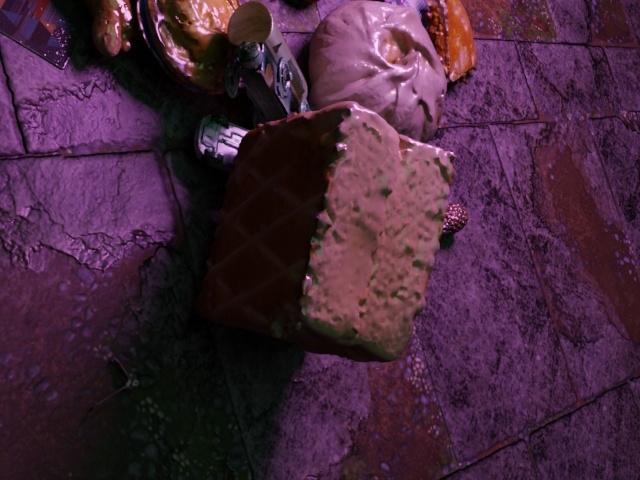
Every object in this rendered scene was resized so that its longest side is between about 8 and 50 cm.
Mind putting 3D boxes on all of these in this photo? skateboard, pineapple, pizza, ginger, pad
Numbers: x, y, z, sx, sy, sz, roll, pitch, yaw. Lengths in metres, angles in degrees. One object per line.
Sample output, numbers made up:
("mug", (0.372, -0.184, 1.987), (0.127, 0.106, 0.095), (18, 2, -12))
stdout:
("skateboard", (-0.334, 0.227, 1.280), (0.064, 0.032, 0.083), (53, 46, 2))
("pineapple", (0.271, -0.031, 1.855), (0.159, 0.074, 0.074), (-29, 93, -40))
("pizza", (0.312, -0.478, 2.021), (0.289, 0.081, 0.229), (42, 55, -55))
("ginger", (-0.375, -0.420, 1.452), (0.115, 0.081, 0.205), (-18, 85, -33))
("pad", (-0.506, -0.399, 1.385), (0.211, 0.003, 0.143), (30, 57, -28))

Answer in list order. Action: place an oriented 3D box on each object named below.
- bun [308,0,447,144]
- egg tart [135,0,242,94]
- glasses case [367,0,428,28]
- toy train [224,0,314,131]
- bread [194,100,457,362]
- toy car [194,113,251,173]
("bun", (0.144, -0.363, 1.772), (0.365, 0.219, 0.365), (14, 69, -38))
("egg tart", (-0.220, -0.411, 1.525), (0.291, 0.107, 0.291), (30, 51, -46))
("glasses case", (0.140, -0.619, 1.958), (0.327, 0.076, 0.125), (40, 54, -23))
("toy train", (-0.083, -0.313, 1.549), (0.307, 0.126, 0.189), (53, 47, -67))
("bread", (0.000, 0.000, 1.363), (0.279, 0.390, 0.371), (17, 79, -27))
("toy car", (-0.144, -0.158, 1.548), (0.224, 0.076, 0.090), (20, 66, -31))
